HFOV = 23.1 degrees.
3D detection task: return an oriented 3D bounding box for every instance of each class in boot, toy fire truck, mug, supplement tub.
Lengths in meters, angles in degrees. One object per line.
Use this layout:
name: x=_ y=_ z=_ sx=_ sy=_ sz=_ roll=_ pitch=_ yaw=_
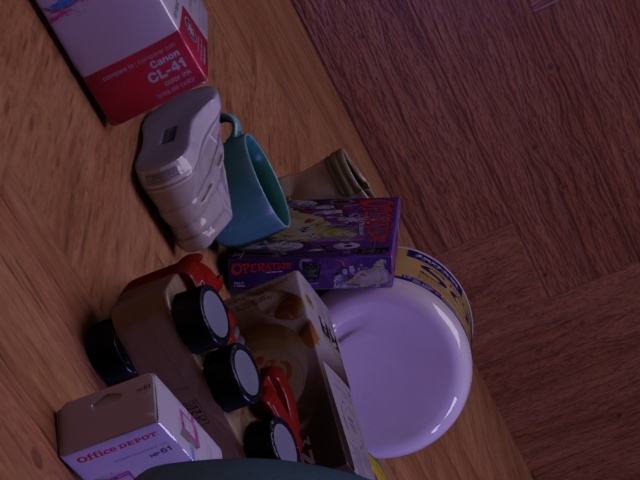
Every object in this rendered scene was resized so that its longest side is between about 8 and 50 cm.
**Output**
boot: x=-0.153 y=-0.083 z=1.851 sx=0.258 sy=0.095 sz=0.123 roll=-76 pitch=149 yaw=-61
toy fire truck: x=-0.112 y=0.110 z=1.481 sx=0.217 sy=0.158 sz=0.246 roll=63 pitch=20 yaw=-17
mug: x=-0.111 y=-0.065 z=1.964 sx=0.129 sy=0.097 sz=0.158 roll=57 pitch=13 yaw=-43
supplement tub: x=0.088 y=0.138 z=2.135 sx=0.331 sy=0.241 sz=0.241 roll=-63 pitch=128 yaw=-78
boot: x=0.014 y=-0.015 z=2.318 sx=0.213 sy=0.165 sz=0.077 roll=63 pitch=11 yaw=-11

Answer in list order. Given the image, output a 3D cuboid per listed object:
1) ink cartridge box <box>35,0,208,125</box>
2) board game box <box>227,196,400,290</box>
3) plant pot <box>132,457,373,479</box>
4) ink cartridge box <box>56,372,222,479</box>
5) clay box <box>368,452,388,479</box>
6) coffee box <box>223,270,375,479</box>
ink cartridge box: x=-0.245 y=-0.314 z=1.732 sx=0.226 sy=0.131 sz=0.306 roll=-96 pitch=162 yaw=-60
board game box: x=0.000 y=0.000 z=2.086 sx=0.347 sy=0.208 sz=0.056 roll=-74 pitch=166 yaw=-76
plant pot: x=-0.067 y=0.259 z=1.044 sx=0.195 sy=0.290 sz=0.290 roll=31 pitch=4 yaw=11
ink cartridge box: x=-0.142 y=0.169 z=1.254 sx=0.052 sy=0.088 sz=0.122 roll=-100 pitch=163 yaw=-44
clay box: x=0.032 y=0.285 z=1.873 sx=0.222 sy=0.053 sz=0.127 roll=42 pitch=13 yaw=-43
coffee box: x=-0.042 y=0.173 z=1.639 sx=0.098 sy=0.141 sz=0.247 roll=55 pitch=14 yaw=-51
